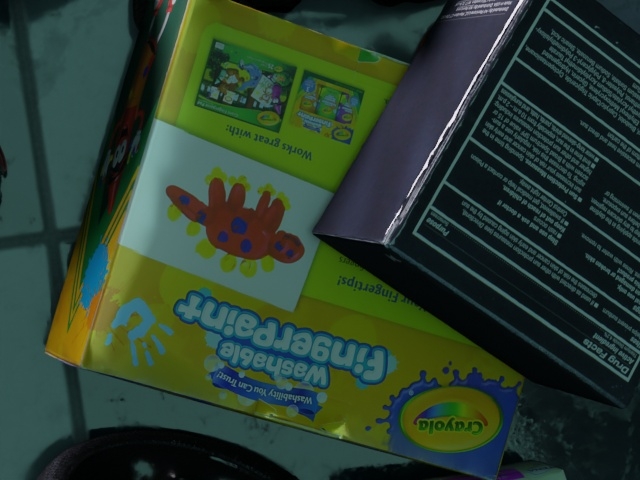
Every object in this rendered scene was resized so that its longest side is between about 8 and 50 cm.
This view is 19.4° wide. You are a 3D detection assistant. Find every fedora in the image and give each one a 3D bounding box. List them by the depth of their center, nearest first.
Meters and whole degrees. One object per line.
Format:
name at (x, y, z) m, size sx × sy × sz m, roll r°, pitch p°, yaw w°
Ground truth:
fedora at (-0.134, 0.331, 1.835) m, size 0.334 × 0.334 × 0.153 m, roll 12°, pitch 121°, yaw -9°

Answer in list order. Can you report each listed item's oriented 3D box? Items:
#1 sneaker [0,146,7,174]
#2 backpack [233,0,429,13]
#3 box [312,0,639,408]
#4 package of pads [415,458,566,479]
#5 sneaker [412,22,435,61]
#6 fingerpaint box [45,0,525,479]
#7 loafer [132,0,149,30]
sneaker at (-0.443, -0.087, 1.858) m, size 0.261 × 0.104 × 0.125 m, roll 14°, pitch 70°, yaw -13°
backpack at (0.054, -0.337, 1.858) m, size 0.263 × 0.276 × 0.213 m, roll 6°, pitch 80°, yaw -15°
box at (0.202, -0.049, 1.732) m, size 0.296 × 0.182 × 0.294 m, roll 34°, pitch 79°, yaw -21°
package of pads at (0.143, 0.387, 1.906) m, size 0.229 × 0.101 × 0.297 m, roll -6°, pitch 93°, yaw -20°
sneaker at (0.163, -0.223, 1.959) m, size 0.175 × 0.064 × 0.067 m, roll -46°, pitch 106°, yaw -4°
fingerpaint box at (0.000, 0.000, 1.842) m, size 0.444 × 0.163 × 0.371 m, roll 17°, pitch 87°, yaw -21°
loafer at (-0.145, -0.308, 1.913) m, size 0.078 × 0.080 × 0.220 m, roll 14°, pitch 79°, yaw -50°
